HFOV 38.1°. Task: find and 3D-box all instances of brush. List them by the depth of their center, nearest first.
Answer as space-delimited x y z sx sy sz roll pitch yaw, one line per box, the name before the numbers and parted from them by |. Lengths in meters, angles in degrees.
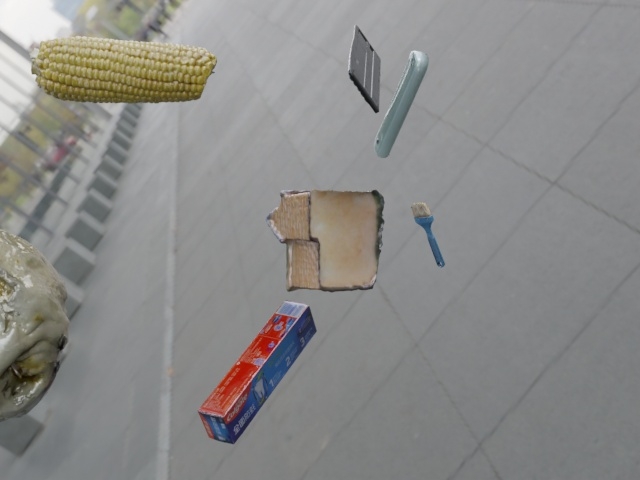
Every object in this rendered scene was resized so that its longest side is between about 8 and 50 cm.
brush | 0.250 -0.011 2.112 0.014 0.164 0.051 -34 20 -36

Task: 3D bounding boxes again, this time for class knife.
knife | 0.108 -0.187 1.263 0.044 0.023 0.162 -108 31 -45

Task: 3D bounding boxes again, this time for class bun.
bun | -0.455 0.139 1.275 0.281 0.205 0.281 -44 -19 -19

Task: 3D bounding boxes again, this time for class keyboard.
keyboard | 0.085 -0.300 1.682 0.041 0.103 0.381 -33 22 14

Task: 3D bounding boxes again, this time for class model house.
model house | 0.000 0.000 1.666 0.172 0.167 0.182 -1 89 54

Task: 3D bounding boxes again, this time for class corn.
corn | -0.415 -0.354 1.952 0.144 0.387 0.143 -176 90 -87

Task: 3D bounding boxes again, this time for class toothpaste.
toothpaste | -0.114 0.246 1.778 0.066 0.076 0.320 9 40 31
